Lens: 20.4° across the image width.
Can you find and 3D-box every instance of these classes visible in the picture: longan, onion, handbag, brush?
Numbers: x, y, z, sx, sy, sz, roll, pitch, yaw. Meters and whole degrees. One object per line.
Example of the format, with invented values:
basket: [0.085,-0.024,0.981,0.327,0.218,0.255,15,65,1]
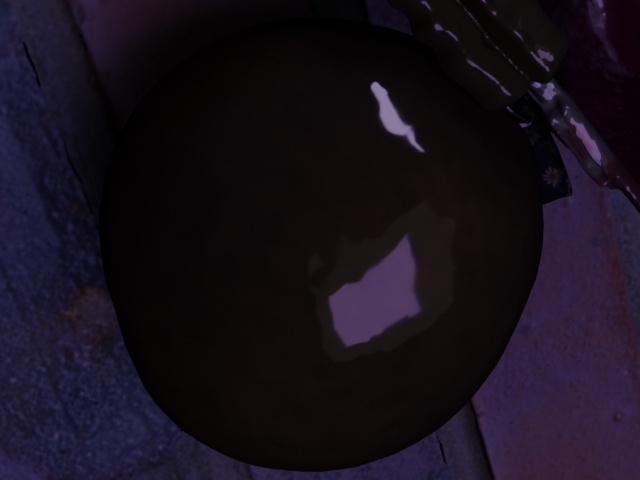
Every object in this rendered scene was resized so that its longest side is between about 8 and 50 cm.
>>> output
longan: [-0.002,-0.001,1.142,0.297,0.297,0.297,-12,122,-20]
onion: [0.213,-0.118,1.159,0.159,0.348,0.267,-26,118,10]
handbag: [0.103,-0.055,1.295,0.139,0.072,0.115,-31,129,-2]
brush: [0.143,-0.088,1.085,0.071,0.084,0.301,-34,108,24]
